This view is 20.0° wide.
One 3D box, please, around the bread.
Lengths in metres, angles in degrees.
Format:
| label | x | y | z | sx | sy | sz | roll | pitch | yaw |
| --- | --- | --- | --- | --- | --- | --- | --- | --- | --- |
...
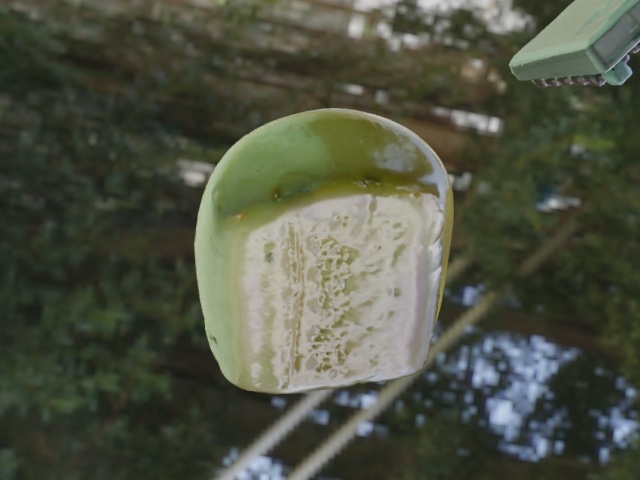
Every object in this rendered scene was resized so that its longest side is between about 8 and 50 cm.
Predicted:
| label | x | y | z | sx | sy | sz | roll | pitch | yaw |
| --- | --- | --- | --- | --- | --- | --- | --- | --- | --- |
| bread | 0.000 | 0.000 | 0.581 | 0.115 | 0.082 | 0.056 | 85 | -4 | -52 |

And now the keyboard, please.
| label | x | y | z | sx | sy | sz | roll | pitch | yaw |
| --- | --- | --- | --- | --- | --- | --- | --- | --- | --- |
| keyboard | 0.125 | -0.099 | 0.520 | 0.166 | 0.017 | 0.055 | -42 | -168 | -15 |
